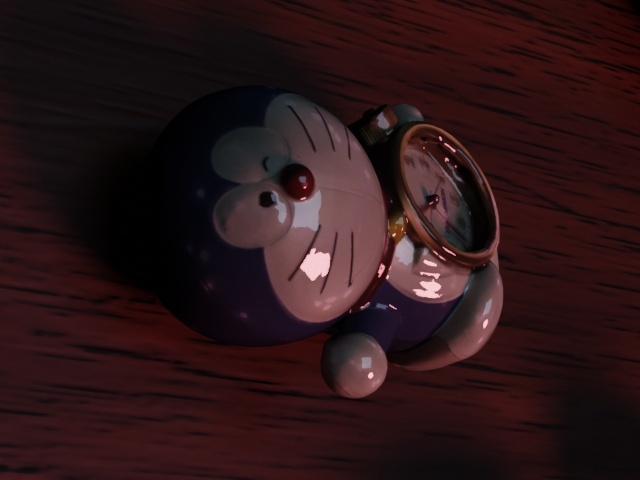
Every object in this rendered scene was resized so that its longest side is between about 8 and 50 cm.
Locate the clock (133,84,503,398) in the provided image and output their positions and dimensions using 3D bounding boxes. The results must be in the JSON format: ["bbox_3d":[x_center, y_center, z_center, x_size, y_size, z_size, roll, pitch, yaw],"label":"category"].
[{"bbox_3d":[0.000,0.000,1.106,0.243,0.146,0.200,18,58,-40],"label":"clock"}]
